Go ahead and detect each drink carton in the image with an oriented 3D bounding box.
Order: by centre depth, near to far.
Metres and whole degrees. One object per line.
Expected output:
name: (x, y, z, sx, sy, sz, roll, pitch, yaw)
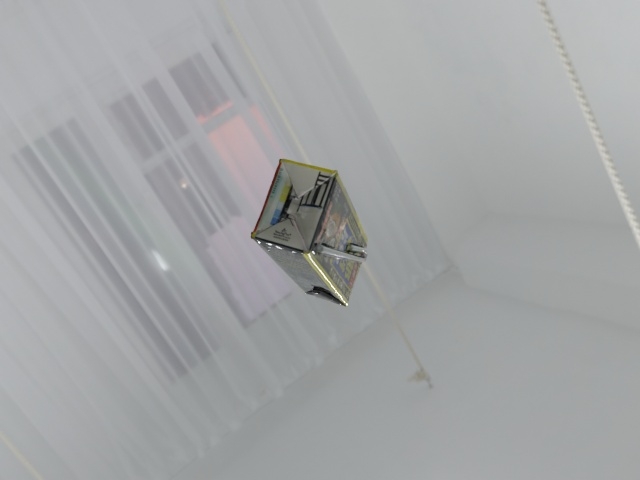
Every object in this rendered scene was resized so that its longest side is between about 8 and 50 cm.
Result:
drink carton: (0.000, 0.000, 0.576, 0.056, 0.166, 0.071, 17, -103, 19)
